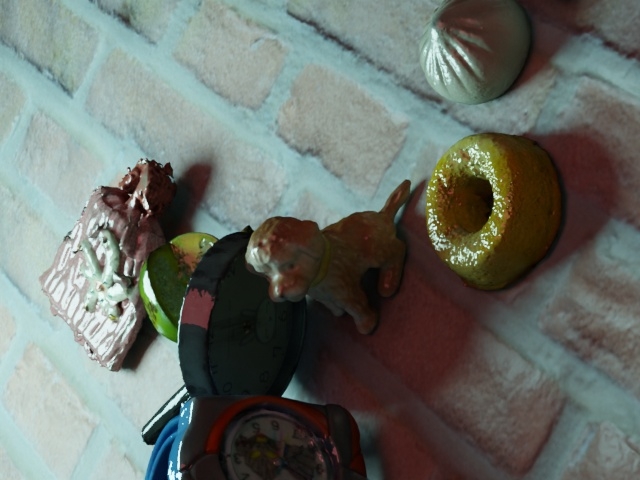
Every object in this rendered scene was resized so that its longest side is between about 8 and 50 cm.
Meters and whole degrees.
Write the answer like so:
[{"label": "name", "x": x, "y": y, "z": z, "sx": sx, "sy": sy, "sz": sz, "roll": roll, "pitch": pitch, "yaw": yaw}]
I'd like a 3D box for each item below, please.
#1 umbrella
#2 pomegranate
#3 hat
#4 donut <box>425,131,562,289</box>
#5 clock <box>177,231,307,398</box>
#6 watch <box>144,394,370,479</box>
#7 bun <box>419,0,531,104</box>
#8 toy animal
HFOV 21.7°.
[{"label": "umbrella", "x": -0.181, "y": 0.209, "z": 2.105, "sx": 0.133, "sy": 0.031, "sz": 0.036, "roll": -45, "pitch": 46, "yaw": 25}, {"label": "pomegranate", "x": -0.141, "y": 0.055, "z": 2.066, "sx": 0.169, "sy": 0.122, "sz": 0.143, "roll": -38, "pitch": 70, "yaw": -15}, {"label": "hat", "x": -0.283, "y": 0.014, "z": 2.254, "sx": 0.237, "sy": 0.107, "sz": 0.286, "roll": 43, "pitch": 112, "yaw": 39}, {"label": "donut", "x": 0.175, "y": -0.039, "z": 1.773, "sx": 0.162, "sy": 0.065, "sz": 0.178, "roll": -48, "pitch": 43, "yaw": 24}, {"label": "clock", "x": -0.085, "y": 0.098, "z": 1.900, "sx": 0.042, "sy": 0.215, "sz": 0.215, "roll": 7, "pitch": 78, "yaw": 30}, {"label": "watch", "x": -0.084, "y": 0.335, "z": 1.808, "sx": 0.274, "sy": 0.241, "sz": 0.305, "roll": -46, "pitch": 41, "yaw": 50}, {"label": "bun", "x": 0.159, "y": -0.224, "z": 1.858, "sx": 0.138, "sy": 0.094, "sz": 0.138, "roll": -19, "pitch": 62, "yaw": 41}, {"label": "toy animal", "x": 0.008, "y": -0.008, "z": 1.860, "sx": 0.104, "sy": 0.185, "sz": 0.184, "roll": 21, "pitch": 89, "yaw": 53}]
